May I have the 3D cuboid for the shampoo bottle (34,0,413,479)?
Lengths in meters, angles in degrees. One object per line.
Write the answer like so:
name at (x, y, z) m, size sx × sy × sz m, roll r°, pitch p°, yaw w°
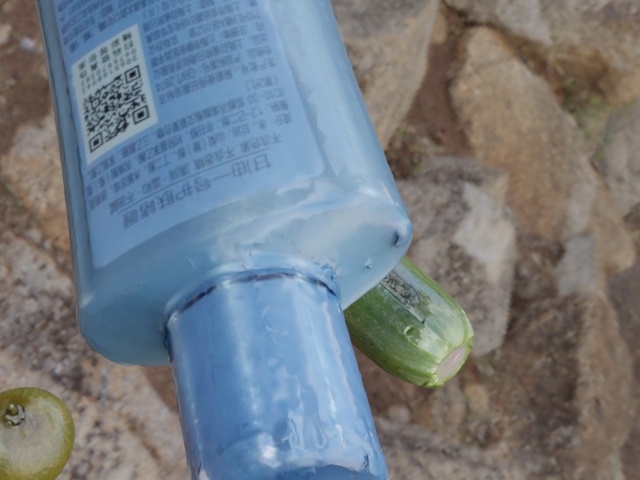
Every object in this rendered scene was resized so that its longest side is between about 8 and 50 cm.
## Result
shampoo bottle at (-0.035, -0.032, 0.391) m, size 0.061 × 0.104 × 0.258 m, roll 55°, pitch 16°, yaw -53°

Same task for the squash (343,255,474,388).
squash at (0.000, 0.000, 0.758) m, size 0.229 × 0.066 × 0.066 m, roll 44°, pitch 23°, yaw 25°

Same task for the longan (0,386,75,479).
longan at (-0.197, 0.128, 0.819) m, size 0.075 × 0.083 × 0.075 m, roll 7°, pitch 50°, yaw -8°
